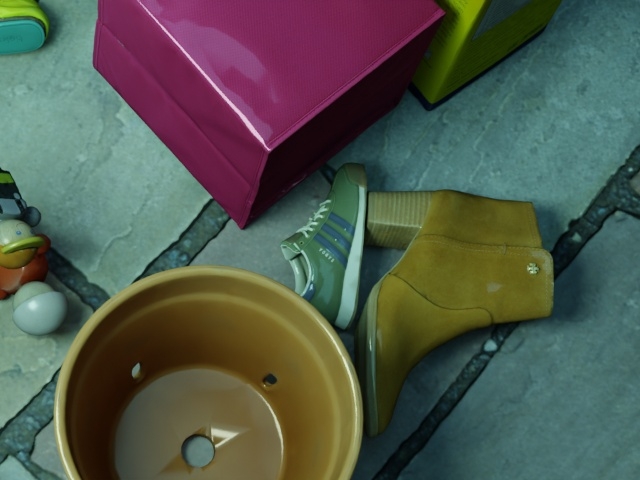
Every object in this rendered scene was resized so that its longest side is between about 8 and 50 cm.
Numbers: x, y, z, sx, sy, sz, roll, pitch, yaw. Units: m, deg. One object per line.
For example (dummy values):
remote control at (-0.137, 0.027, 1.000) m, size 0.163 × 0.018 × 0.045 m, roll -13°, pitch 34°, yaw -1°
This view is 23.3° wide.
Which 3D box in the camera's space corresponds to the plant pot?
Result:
plant pot at (-0.115, 0.193, 1.541) m, size 0.291 × 0.203 × 0.290 m, roll 2°, pitch 70°, yaw -7°

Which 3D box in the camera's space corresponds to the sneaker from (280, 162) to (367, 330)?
sneaker at (0.000, 0.000, 1.698) m, size 0.086 × 0.064 × 0.192 m, roll 8°, pitch 73°, yaw -11°

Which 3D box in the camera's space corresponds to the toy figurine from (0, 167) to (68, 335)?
toy figurine at (-0.369, 0.035, 1.554) m, size 0.213 × 0.209 × 0.148 m, roll -23°, pitch 65°, yaw -14°

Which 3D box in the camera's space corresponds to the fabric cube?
fabric cube at (-0.063, -0.215, 1.665) m, size 0.254 × 0.259 × 0.258 m, roll -40°, pitch 83°, yaw -20°

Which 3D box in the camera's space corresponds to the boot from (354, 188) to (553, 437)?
boot at (0.147, 0.077, 1.674) m, size 0.211 × 0.104 × 0.295 m, roll 6°, pitch 66°, yaw -6°

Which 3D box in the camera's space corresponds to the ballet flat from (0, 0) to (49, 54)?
ballet flat at (-0.419, -0.237, 1.725) m, size 0.231 × 0.077 × 0.077 m, roll -9°, pitch 51°, yaw -14°

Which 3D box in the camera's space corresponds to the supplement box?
supplement box at (0.164, -0.330, 1.685) m, size 0.194 × 0.356 × 0.195 m, roll -35°, pitch 79°, yaw -19°
